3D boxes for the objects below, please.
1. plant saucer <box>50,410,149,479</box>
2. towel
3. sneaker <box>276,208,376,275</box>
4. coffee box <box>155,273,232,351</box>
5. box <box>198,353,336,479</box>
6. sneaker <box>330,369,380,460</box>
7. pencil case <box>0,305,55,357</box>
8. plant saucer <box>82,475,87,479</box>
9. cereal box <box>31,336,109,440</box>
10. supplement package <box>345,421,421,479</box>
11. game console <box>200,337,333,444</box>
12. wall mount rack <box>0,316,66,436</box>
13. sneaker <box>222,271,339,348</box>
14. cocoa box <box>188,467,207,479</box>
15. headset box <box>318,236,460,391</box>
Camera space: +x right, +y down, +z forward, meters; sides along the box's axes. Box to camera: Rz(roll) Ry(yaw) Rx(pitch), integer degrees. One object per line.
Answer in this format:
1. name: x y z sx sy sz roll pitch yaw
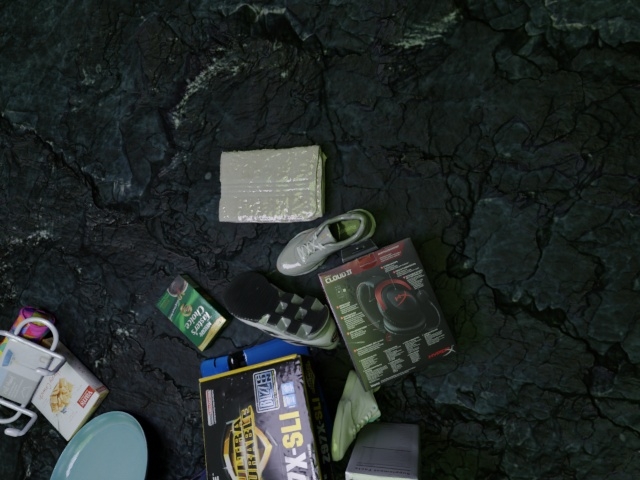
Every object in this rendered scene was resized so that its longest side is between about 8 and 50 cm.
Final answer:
1. plant saucer: -0.563 0.611 1.061 0.317 0.044 0.318 -14 53 19
2. towel: -0.123 -0.139 1.036 0.282 0.049 0.187 1 87 15
3. sneaker: 0.000 0.000 0.963 0.262 0.121 0.099 -31 81 11
4. coffee box: -0.331 0.186 1.080 0.184 0.040 0.113 41 98 12
5. box: -0.112 0.420 0.841 0.257 0.079 0.322 -18 68 17
6. sneaker: 0.082 0.380 0.898 0.094 0.212 0.080 17 129 10
7. pencil case: -0.864 0.301 1.181 0.104 0.104 0.236 41 98 12
8. plant saucer: -0.594 0.714 1.093 0.188 0.045 0.188 14 87 33
9. cereal box: -0.734 0.416 1.170 0.240 0.047 0.173 37 98 12
10. supplement package: 0.137 0.489 0.852 0.139 0.244 0.134 -2 88 14
11. game console: -0.138 0.406 1.035 0.250 0.173 0.293 -24 81 43
12. wall mount rack: -0.865 0.348 1.076 0.304 0.130 0.350 29 98 -12
13. sneaker: -0.098 0.181 0.986 0.330 0.146 0.122 19 64 37
14. cocoa box: -0.330 0.711 0.914 0.347 0.228 0.231 -38 77 1
15. headset box: 0.135 0.142 0.908 0.218 0.110 0.293 -22 83 -3
